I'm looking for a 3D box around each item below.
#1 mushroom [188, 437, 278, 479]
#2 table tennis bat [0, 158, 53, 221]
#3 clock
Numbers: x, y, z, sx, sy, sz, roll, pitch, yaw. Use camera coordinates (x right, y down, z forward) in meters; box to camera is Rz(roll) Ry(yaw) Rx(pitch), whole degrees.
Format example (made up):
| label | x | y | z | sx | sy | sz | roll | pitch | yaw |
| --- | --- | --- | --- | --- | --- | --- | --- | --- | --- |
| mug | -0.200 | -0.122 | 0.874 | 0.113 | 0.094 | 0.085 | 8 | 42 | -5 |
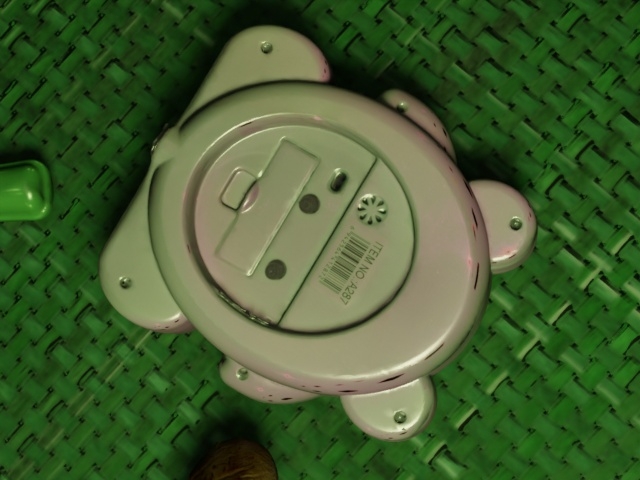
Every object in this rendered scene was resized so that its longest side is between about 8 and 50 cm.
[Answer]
| label | x | y | z | sx | sy | sz | roll | pitch | yaw |
| --- | --- | --- | --- | --- | --- | --- | --- | --- | --- |
| mushroom | -0.057 | 0.192 | 1.145 | 0.085 | 0.109 | 0.126 | -5 | 66 | 14 |
| table tennis bat | -0.310 | -0.023 | 1.251 | 0.257 | 0.039 | 0.160 | -6 | 81 | 14 |
| clock | 0.000 | 0.000 | 1.168 | 0.248 | 0.090 | 0.228 | 31 | 89 | 10 |
